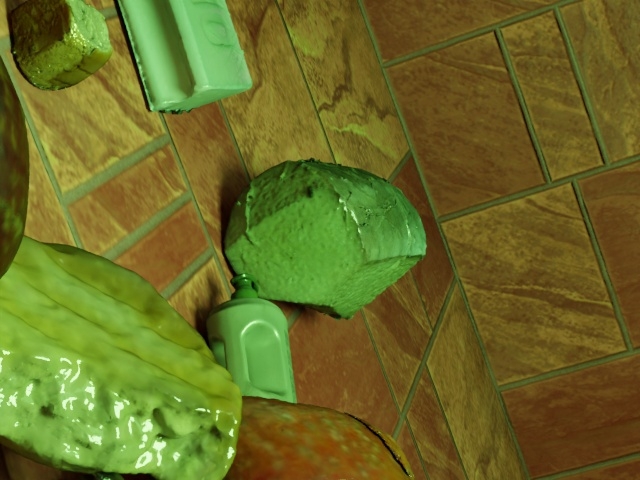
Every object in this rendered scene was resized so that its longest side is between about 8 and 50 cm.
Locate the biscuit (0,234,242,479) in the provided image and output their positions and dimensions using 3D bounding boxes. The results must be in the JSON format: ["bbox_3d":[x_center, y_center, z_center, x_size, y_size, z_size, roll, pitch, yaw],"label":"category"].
[{"bbox_3d":[-0.190,0.084,1.049,0.274,0.091,0.213,23,21,-21],"label":"biscuit"}]

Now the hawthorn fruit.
[{"bbox_3d":[-0.075,0.242,1.166,0.307,0.276,0.276,26,43,-35],"label":"hawthorn fruit"}]

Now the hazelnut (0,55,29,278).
[{"bbox_3d":[-0.273,-0.060,0.836,0.234,0.218,0.218,47,17,0],"label":"hazelnut"}]

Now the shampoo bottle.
[{"bbox_3d":[-0.074,0.141,1.555,0.118,0.087,0.234,51,26,-55],"label":"shampoo bottle"}]

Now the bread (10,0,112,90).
[{"bbox_3d":[-0.246,-0.190,1.358,0.083,0.070,0.076,24,49,-66],"label":"bread"}]

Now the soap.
[{"bbox_3d":[-0.173,-0.284,1.669,0.150,0.094,0.261,-18,90,-75],"label":"soap"}]

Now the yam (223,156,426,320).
[{"bbox_3d":[-0.001,-0.005,1.805,0.201,0.202,0.271,51,16,6],"label":"yam"}]
